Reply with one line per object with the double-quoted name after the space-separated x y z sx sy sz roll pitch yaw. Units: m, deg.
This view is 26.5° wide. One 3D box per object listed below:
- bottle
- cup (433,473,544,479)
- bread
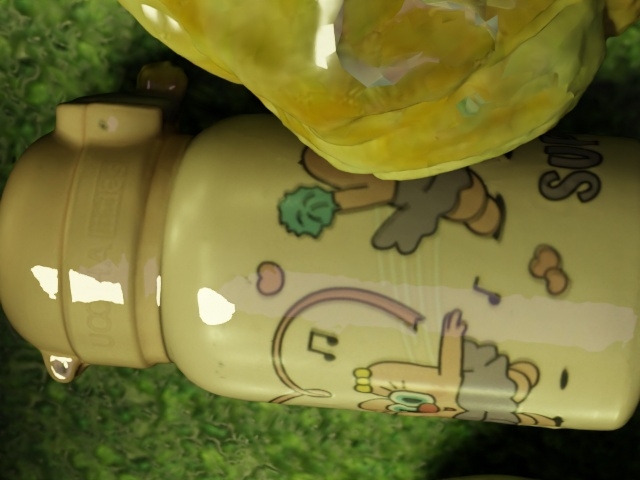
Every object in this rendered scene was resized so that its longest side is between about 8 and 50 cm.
0.000 0.000 0.447 0.209 0.097 0.110 5 97 4 "bottle"
0.111 0.183 0.523 0.202 0.255 0.173 2 76 4 "cup"
-0.019 -0.132 0.359 0.267 0.130 0.152 42 105 -16 "bread"
